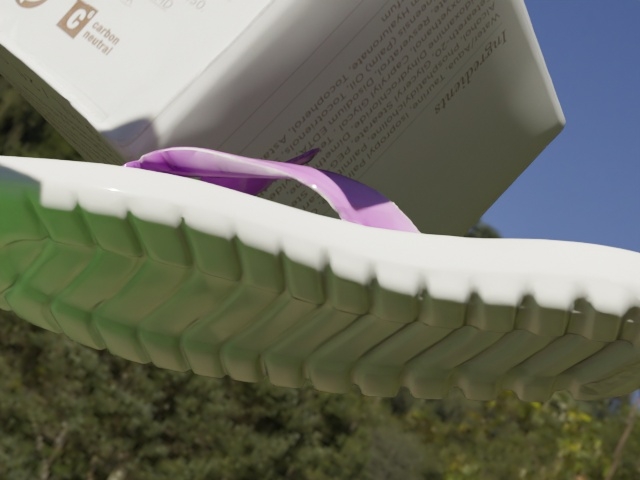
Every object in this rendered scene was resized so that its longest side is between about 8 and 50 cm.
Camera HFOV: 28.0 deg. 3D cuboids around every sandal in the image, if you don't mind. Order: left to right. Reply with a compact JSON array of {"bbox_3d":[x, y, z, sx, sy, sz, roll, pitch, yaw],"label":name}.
[{"bbox_3d":[-0.004,0.008,0.691,0.416,0.102,0.169,12,-33,-11],"label":"sandal"}]

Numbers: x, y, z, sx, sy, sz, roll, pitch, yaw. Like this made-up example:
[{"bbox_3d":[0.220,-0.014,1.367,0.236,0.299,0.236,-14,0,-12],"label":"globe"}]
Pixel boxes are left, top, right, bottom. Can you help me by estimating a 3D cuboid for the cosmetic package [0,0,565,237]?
[{"bbox_3d":[-0.051,-0.159,1.065,0.329,0.327,0.394,38,-9,35],"label":"cosmetic package"}]
